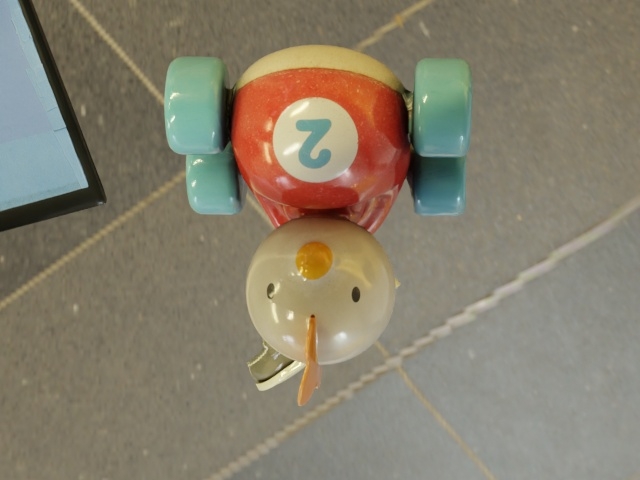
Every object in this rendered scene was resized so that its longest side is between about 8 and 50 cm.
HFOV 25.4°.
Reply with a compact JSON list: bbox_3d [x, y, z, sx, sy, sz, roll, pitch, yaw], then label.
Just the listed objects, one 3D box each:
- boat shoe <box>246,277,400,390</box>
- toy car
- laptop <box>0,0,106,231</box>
[{"bbox_3d":[-0.015,0.097,1.801,0.091,0.109,0.305,48,138,0],"label":"boat shoe"},{"bbox_3d":[0.000,0.000,1.049,0.219,0.238,0.210,0,157,4],"label":"toy car"},{"bbox_3d":[-0.257,-0.076,0.647,0.234,0.264,0.136,-15,79,6],"label":"laptop"}]
